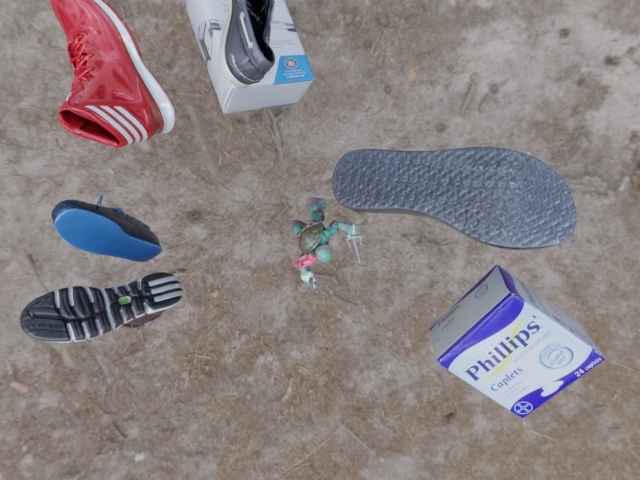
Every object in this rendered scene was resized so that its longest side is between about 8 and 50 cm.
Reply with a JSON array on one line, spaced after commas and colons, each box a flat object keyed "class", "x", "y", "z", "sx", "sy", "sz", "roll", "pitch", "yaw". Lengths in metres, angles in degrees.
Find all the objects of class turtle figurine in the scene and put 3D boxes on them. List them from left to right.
[{"class": "turtle figurine", "x": 0.000, "y": 0.000, "z": 0.943, "sx": 0.175, "sy": 0.234, "sz": 0.118, "roll": -36, "pitch": 128, "yaw": 8}]

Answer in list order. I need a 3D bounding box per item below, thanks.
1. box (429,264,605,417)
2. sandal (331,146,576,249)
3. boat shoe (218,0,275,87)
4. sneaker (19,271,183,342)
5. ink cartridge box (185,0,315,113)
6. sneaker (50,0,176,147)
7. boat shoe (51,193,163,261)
[{"class": "box", "x": 0.226, "y": 0.122, "z": 0.496, "sx": 0.137, "sy": 0.072, "sz": 0.126, "roll": 34, "pitch": 115, "yaw": -6}, {"class": "sandal", "x": 0.137, "y": -0.055, "z": 0.454, "sx": 0.255, "sy": 0.054, "sz": 0.097, "roll": 17, "pitch": 91, "yaw": 26}, {"class": "boat shoe", "x": -0.073, "y": -0.287, "z": 0.495, "sx": 0.075, "sy": 0.065, "sz": 0.206, "roll": 14, "pitch": 77, "yaw": -47}, {"class": "sneaker", "x": -0.433, "y": 0.156, "z": 0.846, "sx": 0.281, "sy": 0.162, "sz": 0.106, "roll": -9, "pitch": 68, "yaw": -33}, {"class": "ink cartridge box", "x": -0.112, "y": -0.313, "z": 0.656, "sx": 0.140, "sy": 0.082, "sz": 0.190, "roll": -18, "pitch": 83, "yaw": -27}, {"class": "sneaker", "x": -0.299, "y": -0.221, "z": 0.533, "sx": 0.221, "sy": 0.087, "sz": 0.128, "roll": 51, "pitch": 44, "yaw": -9}, {"class": "boat shoe", "x": -0.433, "y": -0.023, "z": 0.838, "sx": 0.109, "sy": 0.258, "sz": 0.089, "roll": -30, "pitch": 67, "yaw": 0}]
